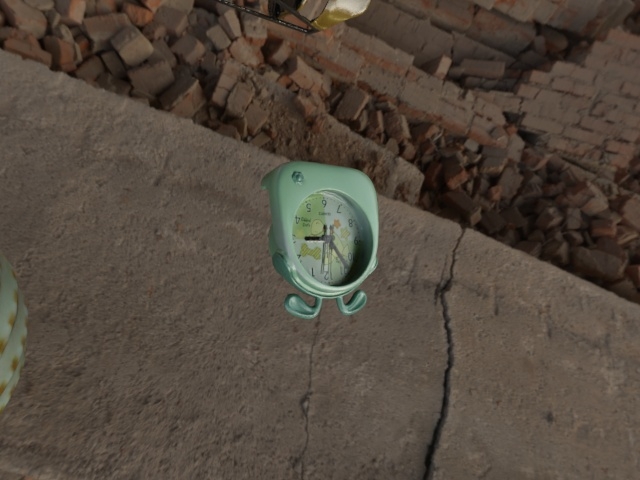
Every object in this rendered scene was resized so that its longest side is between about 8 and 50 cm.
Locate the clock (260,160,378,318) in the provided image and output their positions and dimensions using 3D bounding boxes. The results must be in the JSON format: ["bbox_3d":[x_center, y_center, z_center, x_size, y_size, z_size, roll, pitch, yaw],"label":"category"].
[{"bbox_3d":[0.001,0.000,0.529,0.148,0.060,0.189,4,79,-33],"label":"clock"}]

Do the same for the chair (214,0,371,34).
[{"bbox_3d":[-0.046,-0.477,0.760,0.246,0.172,0.159,2,102,-44],"label":"chair"}]

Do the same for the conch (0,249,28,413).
[{"bbox_3d":[-0.371,0.040,0.337,0.215,0.303,0.319,-15,121,-42],"label":"conch"}]
